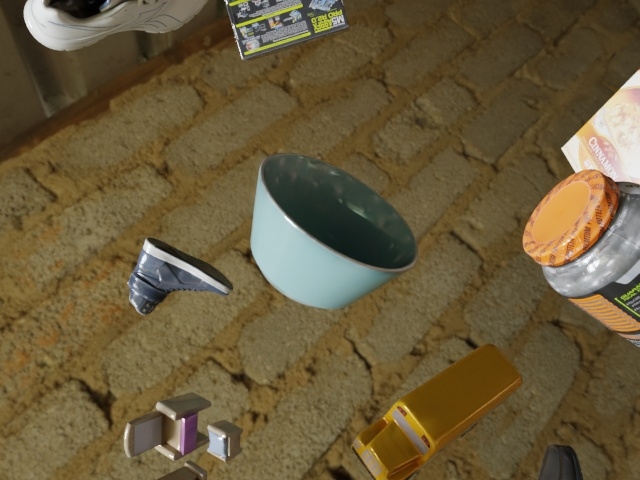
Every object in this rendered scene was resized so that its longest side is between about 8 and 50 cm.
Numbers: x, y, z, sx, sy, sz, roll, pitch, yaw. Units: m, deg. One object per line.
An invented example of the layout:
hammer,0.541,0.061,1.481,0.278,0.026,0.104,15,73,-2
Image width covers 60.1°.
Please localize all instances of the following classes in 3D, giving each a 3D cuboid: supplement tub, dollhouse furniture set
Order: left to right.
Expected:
dollhouse furniture set,-0.161,0.411,0.737,0.198,0.303,0.287,-8,-74,-51
supplement tub,0.284,0.026,0.491,0.117,0.190,0.117,-54,9,13

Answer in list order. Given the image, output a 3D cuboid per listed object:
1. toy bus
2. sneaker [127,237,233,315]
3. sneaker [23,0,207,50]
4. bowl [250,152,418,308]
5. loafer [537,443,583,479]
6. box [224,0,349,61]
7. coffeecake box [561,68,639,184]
toy bus,0.218,0.317,1.010,0.332,0.108,0.130,-20,-31,-36
sneaker,-0.330,0.114,1.276,0.164,0.226,0.086,-62,7,6
sneaker,-0.276,-0.357,0.814,0.297,0.111,0.129,-30,21,-21
bowl,0.000,0.000,0.980,0.163,0.311,0.311,-56,-15,29
loafer,0.213,0.280,0.539,0.062,0.061,0.170,97,-168,-65
box,-0.089,-0.572,1.314,0.269,0.216,0.060,-16,12,4
coffeecake box,0.459,-0.142,0.788,0.068,0.142,0.185,7,-40,-24
